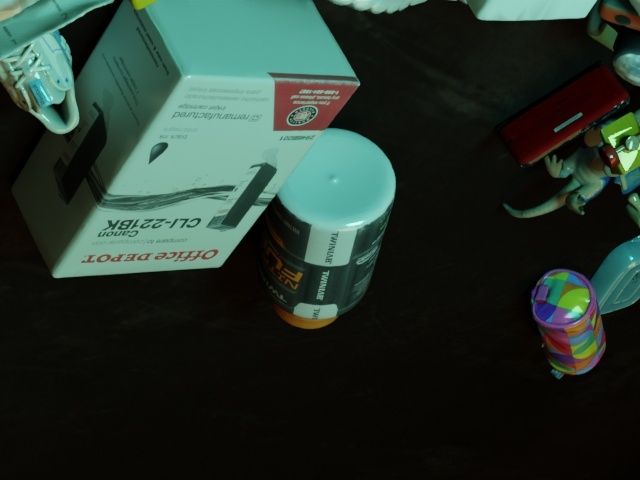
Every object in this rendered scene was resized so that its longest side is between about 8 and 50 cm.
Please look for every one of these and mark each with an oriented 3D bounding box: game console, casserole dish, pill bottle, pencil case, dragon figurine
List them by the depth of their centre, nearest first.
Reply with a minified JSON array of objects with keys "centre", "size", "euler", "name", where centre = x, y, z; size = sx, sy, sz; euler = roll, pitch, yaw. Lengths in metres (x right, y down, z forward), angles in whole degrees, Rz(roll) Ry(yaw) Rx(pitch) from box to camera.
[{"centre":[0.000,0.000,1.599],"size":[0.130,0.130,0.246],"euler":[-19,151,-19],"name":"pill bottle"},{"centre":[0.284,-0.129,1.701],"size":[0.144,0.124,0.085],"euler":[-33,127,8],"name":"game console"},{"centre":[0.349,-0.100,1.787],"size":[0.144,0.085,0.289],"euler":[-22,162,-39],"name":"dragon figurine"},{"centre":[0.365,0.124,2.205],"size":[0.104,0.104,0.236],"euler":[-28,153,-1],"name":"pencil case"},{"centre":[0.462,0.054,2.242],"size":[0.114,0.037,0.188],"euler":[-15,149,-27],"name":"casserole dish"}]

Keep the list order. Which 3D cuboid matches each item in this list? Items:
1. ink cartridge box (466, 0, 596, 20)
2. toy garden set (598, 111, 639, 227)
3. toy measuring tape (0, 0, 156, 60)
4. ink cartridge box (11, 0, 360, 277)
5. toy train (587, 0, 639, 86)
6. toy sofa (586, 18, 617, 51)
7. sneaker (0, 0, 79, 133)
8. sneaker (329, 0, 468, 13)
[{"centre":[0.175,-0.328,1.107],"size":[0.117,0.201,0.278],"euler":[-8,147,-32],"name":"ink cartridge box"},{"centre":[0.413,-0.095,1.686],"size":[0.203,0.049,0.244],"euler":[-31,139,-5],"name":"toy garden set"},{"centre":[-0.144,-0.225,1.075],"size":[0.330,0.121,0.121],"euler":[-29,154,-9],"name":"toy measuring tape"},{"centre":[-0.126,-0.092,1.335],"size":[0.197,0.114,0.273],"euler":[-3,145,-41],"name":"ink cartridge box"},{"centre":[0.327,-0.292,1.255],"size":[0.190,0.142,0.334],"euler":[86,29,-65],"name":"toy train"},{"centre":[0.466,-0.251,1.512],"size":[0.362,0.177,0.150],"euler":[-10,128,-34],"name":"toy sofa"},{"centre":[-0.232,-0.148,1.173],"size":[0.071,0.083,0.191],"euler":[-27,152,3],"name":"sneaker"},{"centre":[0.073,-0.265,1.277],"size":[0.281,0.105,0.115],"euler":[-9,118,-31],"name":"sneaker"}]
